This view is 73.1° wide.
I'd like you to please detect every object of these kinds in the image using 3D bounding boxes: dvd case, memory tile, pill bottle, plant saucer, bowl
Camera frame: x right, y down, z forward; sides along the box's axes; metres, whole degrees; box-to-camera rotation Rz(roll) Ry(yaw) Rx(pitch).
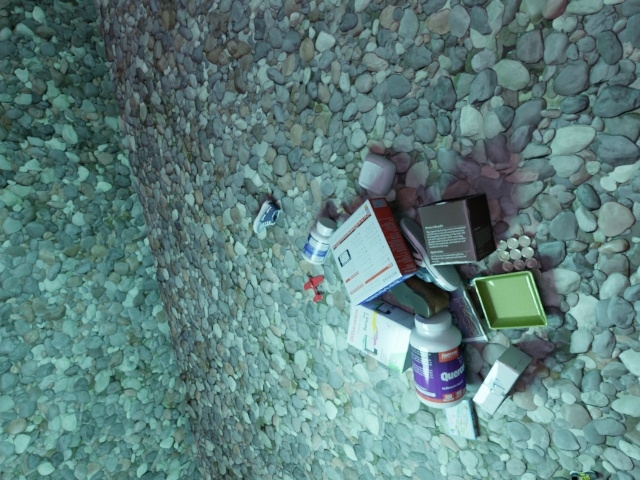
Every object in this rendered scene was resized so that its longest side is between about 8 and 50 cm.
[{"bbox_3d":[0.488,0.262,1.531,0.164,0.018,0.221,-33,79,58],"label":"dvd case"},{"bbox_3d":[0.633,0.060,1.383,0.113,0.012,0.148,-17,91,43],"label":"memory tile"},{"bbox_3d":[0.000,0.000,1.855,0.112,0.112,0.186,40,124,26],"label":"pill bottle"},{"bbox_3d":[0.618,0.189,1.399,0.188,0.045,0.188,-15,98,43],"label":"plant saucer"},{"bbox_3d":[0.207,-0.250,1.646,0.142,0.053,0.142,33,120,32],"label":"bowl"},{"bbox_3d":[0.415,0.415,1.537,0.181,0.181,0.323,4,110,41],"label":"pill bottle"}]

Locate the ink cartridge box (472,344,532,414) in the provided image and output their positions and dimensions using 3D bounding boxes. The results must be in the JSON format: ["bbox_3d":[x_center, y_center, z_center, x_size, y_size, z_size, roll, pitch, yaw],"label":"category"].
[{"bbox_3d":[0.604,0.460,1.431,0.082,0.140,0.190,33,121,32],"label":"ink cartridge box"}]

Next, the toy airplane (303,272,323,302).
[{"bbox_3d":[-0.031,0.222,1.998,0.151,0.028,0.151,14,112,40],"label":"toy airplane"}]

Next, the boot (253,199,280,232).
[{"bbox_3d":[-0.260,-0.096,2.084,0.086,0.069,0.190,43,124,28],"label":"boot"}]

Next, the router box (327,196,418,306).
[{"bbox_3d":[0.179,0.051,1.622,0.335,0.082,0.301,-45,61,53],"label":"router box"}]

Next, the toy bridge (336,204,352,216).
[{"bbox_3d":[0.130,-0.064,1.781,0.063,0.026,0.188,-33,80,40],"label":"toy bridge"}]

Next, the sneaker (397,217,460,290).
[{"bbox_3d":[0.364,0.071,1.543,0.127,0.126,0.321,-56,50,33],"label":"sneaker"}]

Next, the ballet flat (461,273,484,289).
[{"bbox_3d":[0.518,0.150,1.493,0.114,0.041,0.041,-29,82,43],"label":"ballet flat"}]

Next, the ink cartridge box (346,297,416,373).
[{"bbox_3d":[0.253,0.365,1.728,0.278,0.117,0.201,23,116,36],"label":"ink cartridge box"}]

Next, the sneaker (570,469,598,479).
[{"bbox_3d":[0.838,0.756,1.376,0.083,0.035,0.031,-31,81,42],"label":"sneaker"}]

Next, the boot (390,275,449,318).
[{"bbox_3d":[0.351,0.180,1.597,0.305,0.115,0.112,-138,36,-56],"label":"boot"}]

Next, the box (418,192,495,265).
[{"bbox_3d":[0.449,-0.036,1.413,0.168,0.167,0.203,-7,97,43],"label":"box"}]

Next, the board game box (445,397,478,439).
[{"bbox_3d":[0.528,0.665,1.630,0.103,0.026,0.154,-7,97,42],"label":"board game box"}]
